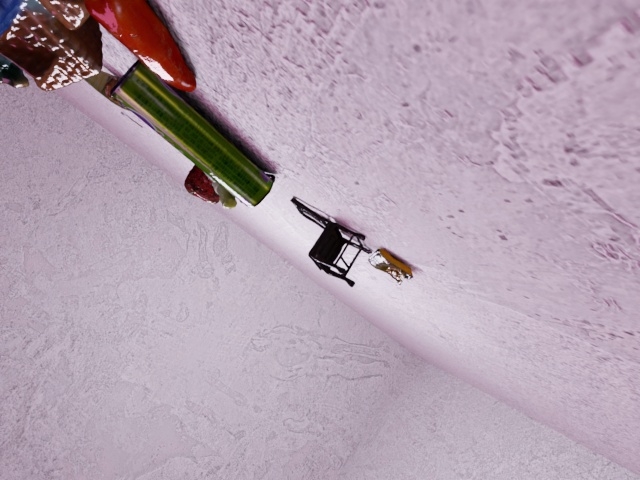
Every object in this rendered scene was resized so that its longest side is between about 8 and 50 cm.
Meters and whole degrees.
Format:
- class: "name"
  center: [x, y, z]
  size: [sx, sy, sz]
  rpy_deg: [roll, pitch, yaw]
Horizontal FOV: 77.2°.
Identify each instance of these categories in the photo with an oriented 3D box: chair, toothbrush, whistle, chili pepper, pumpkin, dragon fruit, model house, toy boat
- class: "chair"
  center: [0.000, 0.000, 0.959]
  size: [0.229, 0.113, 0.106]
  rpy_deg: [27, 166, 26]
- class: "toothbrush"
  center: [-0.706, -0.450, 1.498]
  size: [0.097, 0.008, 0.006]
  rpy_deg: [35, -176, -4]
- class: "whistle"
  center: [-0.246, -0.157, 1.000]
  size: [0.104, 0.057, 0.198]
  rpy_deg: [40, -164, -51]
- class: "chili pepper"
  center: [-0.238, -0.278, 0.543]
  size: [0.063, 0.071, 0.272]
  rpy_deg: [-9, 162, 13]
- class: "pumpkin"
  center: [0.159, 0.055, 0.893]
  size: [0.101, 0.035, 0.073]
  rpy_deg: [37, 160, 8]
- class: "dragon fruit"
  center: [-0.398, -0.190, 1.376]
  size: [0.161, 0.127, 0.120]
  rpy_deg: [24, 158, 48]
- class: "model house"
  center: [-0.475, -0.334, 0.608]
  size: [0.329, 0.252, 0.295]
  rpy_deg: [27, 169, 11]
- class: "toy boat"
  center: [-0.513, -0.377, 1.009]
  size: [0.172, 0.065, 0.066]
  rpy_deg: [31, -176, -3]

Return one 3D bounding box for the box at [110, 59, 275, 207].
- class: "box"
  center: [-0.248, -0.208, 0.827]
  size: [0.345, 0.097, 0.134]
  rpy_deg: [42, 177, -34]
